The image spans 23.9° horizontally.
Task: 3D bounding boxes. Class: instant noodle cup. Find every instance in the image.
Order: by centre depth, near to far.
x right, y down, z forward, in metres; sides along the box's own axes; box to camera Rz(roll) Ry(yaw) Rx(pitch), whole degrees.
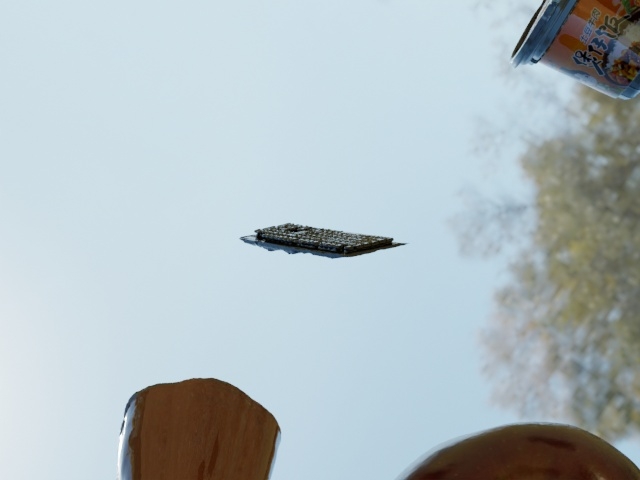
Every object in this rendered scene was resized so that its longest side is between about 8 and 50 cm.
[{"bbox_3d":[0.280,-0.216,1.469,0.125,0.178,0.208,32,-152,0],"label":"instant noodle cup"}]

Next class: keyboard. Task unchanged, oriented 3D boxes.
[{"bbox_3d":[0.000,-0.002,1.414,0.074,0.015,0.196,-16,-167,-29],"label":"keyboard"}]

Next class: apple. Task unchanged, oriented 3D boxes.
[{"bbox_3d":[0.176,0.308,1.350,0.288,0.288,0.317,41,161,25],"label":"apple"}]

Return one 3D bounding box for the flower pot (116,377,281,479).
[{"bbox_3d":[-0.140,0.274,1.669,0.190,0.191,0.173,24,-144,-17],"label":"flower pot"}]
